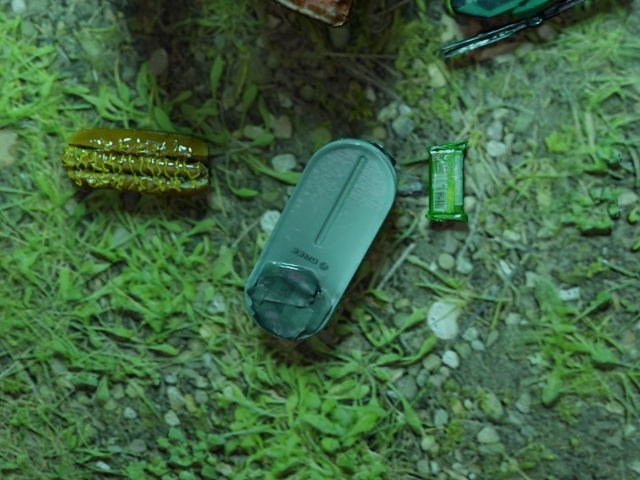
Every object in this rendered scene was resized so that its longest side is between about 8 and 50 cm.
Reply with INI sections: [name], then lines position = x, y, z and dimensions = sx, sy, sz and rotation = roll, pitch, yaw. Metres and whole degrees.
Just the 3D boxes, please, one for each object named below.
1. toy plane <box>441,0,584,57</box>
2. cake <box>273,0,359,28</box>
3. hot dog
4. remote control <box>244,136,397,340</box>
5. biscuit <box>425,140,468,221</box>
[toy plane]
position = 0.218, -0.256, 0.958
dimensions = 0.235, 0.060, 0.096
rotation = -19, 113, 16
[cake]
position = -0.005, -0.346, 0.904
dimensions = 0.160, 0.158, 0.262
rotation = 17, 108, 0
[hot dog]
position = -0.201, -0.086, 1.073
dimensions = 0.165, 0.045, 0.071
rotation = 5, 111, 4
[remote control]
position = 0.000, 0.000, 1.074
dimensions = 0.104, 0.052, 0.247
rotation = 28, 110, -2
[biscuit]
position = 0.135, -0.063, 1.055
dimensions = 0.046, 0.016, 0.089
rotation = 0, 109, 5
